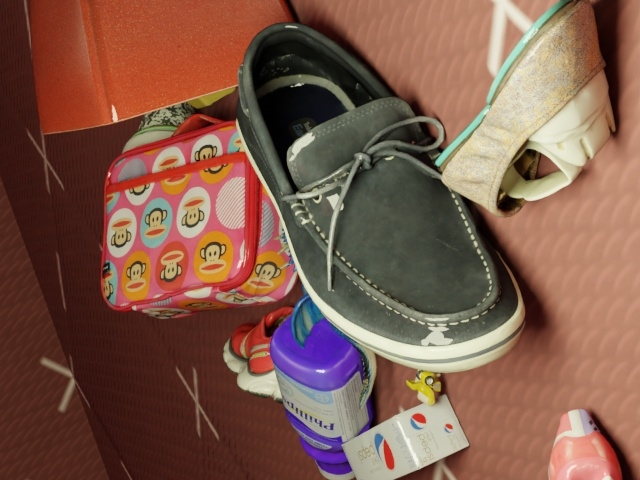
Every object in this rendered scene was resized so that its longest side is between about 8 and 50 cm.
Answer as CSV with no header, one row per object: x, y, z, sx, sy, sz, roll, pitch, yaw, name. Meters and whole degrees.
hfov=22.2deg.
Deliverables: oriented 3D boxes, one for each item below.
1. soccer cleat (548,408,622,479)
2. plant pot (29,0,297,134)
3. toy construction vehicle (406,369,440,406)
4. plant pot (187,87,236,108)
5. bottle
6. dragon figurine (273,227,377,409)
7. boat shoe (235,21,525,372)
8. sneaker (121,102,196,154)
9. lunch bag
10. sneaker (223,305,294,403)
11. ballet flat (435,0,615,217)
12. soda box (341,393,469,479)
0.260,0.275,1.606,0.095,0.083,0.248,-89,-7,-49,soccer cleat
-0.207,-0.278,1.931,0.267,0.267,0.235,1,109,64,plant pot
0.119,0.134,1.865,0.086,0.035,0.098,25,124,60,toy construction vehicle
-0.156,-0.221,2.149,0.083,0.081,0.081,62,161,-10,plant pot
0.009,0.208,2.086,0.118,0.092,0.282,29,150,28,bottle
0.012,0.074,1.879,0.289,0.144,0.085,95,-179,-49,dragon figurine
0.041,-0.055,1.668,0.156,0.187,0.500,82,162,-44,boat shoe
-0.209,-0.086,2.395,0.410,0.158,0.182,103,172,-59,sneaker
-0.152,-0.039,2.083,0.293,0.120,0.258,-12,70,42,lunch bag
-0.059,0.145,2.248,0.279,0.107,0.118,-142,74,-76,sneaker
0.191,-0.102,1.393,0.106,0.107,0.316,45,161,6,ballet flat
0.098,0.246,1.959,0.069,0.074,0.216,66,159,8,soda box
